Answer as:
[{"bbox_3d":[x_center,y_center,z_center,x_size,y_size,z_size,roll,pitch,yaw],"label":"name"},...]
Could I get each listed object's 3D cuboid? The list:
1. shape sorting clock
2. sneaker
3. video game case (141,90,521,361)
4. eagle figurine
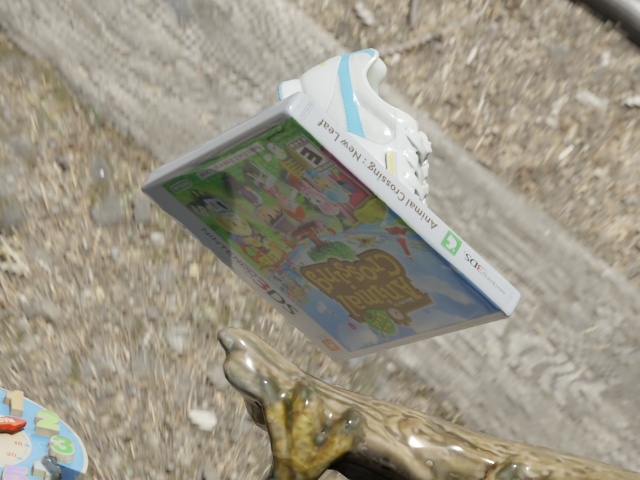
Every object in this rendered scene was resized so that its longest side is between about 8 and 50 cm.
[{"bbox_3d":[-0.291,0.158,1.390,0.206,0.206,0.040,18,103,-1],"label":"shape sorting clock"},{"bbox_3d":[0.049,-0.049,1.346,0.092,0.087,0.228,-28,73,9],"label":"sneaker"},{"bbox_3d":[0.000,0.000,1.101,0.193,0.212,0.023,42,61,-16],"label":"video game case"},{"bbox_3d":[-0.020,0.187,0.526,0.226,0.225,0.298,9,76,43],"label":"eagle figurine"}]
